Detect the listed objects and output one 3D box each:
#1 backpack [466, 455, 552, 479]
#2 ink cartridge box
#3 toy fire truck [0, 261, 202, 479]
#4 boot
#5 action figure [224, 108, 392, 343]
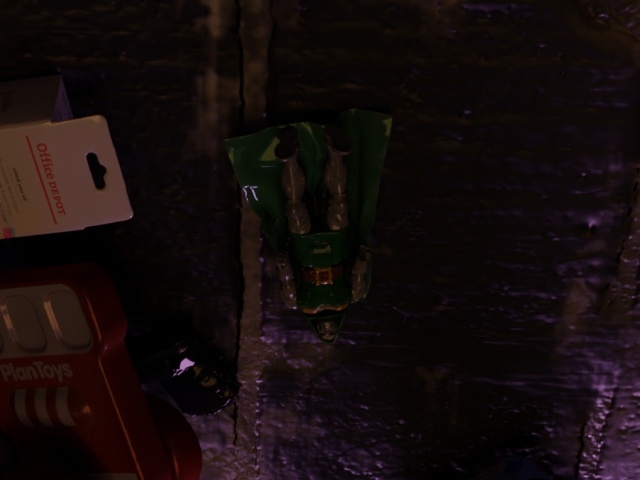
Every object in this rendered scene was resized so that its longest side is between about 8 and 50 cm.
[{"bbox_3d":[0.164,0.346,1.825,0.253,0.191,0.225,-34,121,17],"label":"backpack"},{"bbox_3d":[-0.256,-0.065,1.548,0.198,0.067,0.115,-6,131,6],"label":"ink cartridge box"},{"bbox_3d":[-0.259,0.141,1.653,0.302,0.169,0.254,-4,109,40],"label":"toy fire truck"},{"bbox_3d":[-0.140,0.125,1.731,0.121,0.045,0.099,-23,133,19],"label":"boot"},{"bbox_3d":[0.000,0.000,1.615,0.137,0.063,0.232,-6,134,0],"label":"action figure"}]
